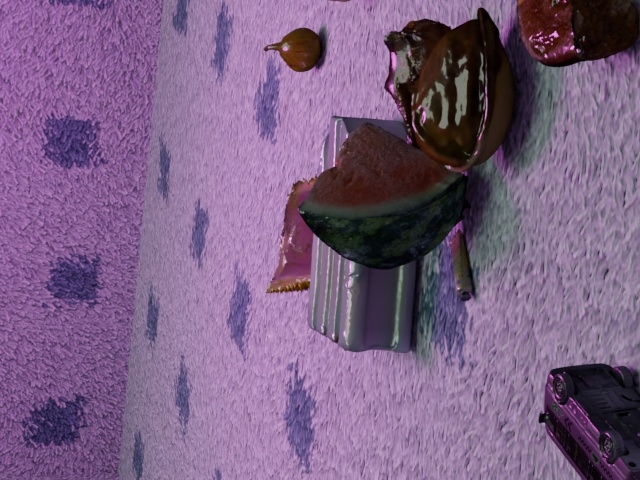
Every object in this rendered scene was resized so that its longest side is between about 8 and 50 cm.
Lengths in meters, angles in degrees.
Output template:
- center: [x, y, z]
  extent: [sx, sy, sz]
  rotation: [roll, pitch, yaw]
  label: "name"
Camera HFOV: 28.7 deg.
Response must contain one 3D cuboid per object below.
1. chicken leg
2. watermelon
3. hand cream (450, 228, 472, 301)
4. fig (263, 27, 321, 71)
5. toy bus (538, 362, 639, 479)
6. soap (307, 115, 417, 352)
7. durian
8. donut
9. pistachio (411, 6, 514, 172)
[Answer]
- center: [0.147, -0.153, 1.721]
  extent: [0.093, 0.113, 0.304]
  rotation: [2, -96, -80]
  label: "chicken leg"
- center: [0.086, -0.069, 1.662]
  extent: [0.207, 0.136, 0.202]
  rotation: [-30, 84, 24]
  label: "watermelon"
- center: [0.192, 0.035, 1.705]
  extent: [0.035, 0.022, 0.102]
  rotation: [117, 154, -53]
  label: "hand cream"
- center: [-0.046, -0.356, 2.318]
  extent: [0.084, 0.098, 0.082]
  rotation: [11, 98, 59]
  label: "fig"
- center: [0.296, 0.204, 1.275]
  extent: [0.178, 0.087, 0.098]
  rotation: [-123, 32, -56]
  label: "toy bus"
- center: [0.068, -0.015, 1.925]
  extent: [0.208, 0.115, 0.347]
  rotation: [-160, 73, -70]
  label: "soap"
- center: [-0.013, 0.002, 2.148]
  extent: [0.165, 0.132, 0.182]
  rotation: [-42, 37, 50]
  label: "durian"
- center: [0.280, -0.286, 1.360]
  extent: [0.141, 0.085, 0.217]
  rotation: [158, 113, -70]
  label: "donut"
- center: [0.182, -0.191, 1.582]
  extent: [0.165, 0.130, 0.210]
  rotation: [-152, 74, -73]
  label: "pistachio"
